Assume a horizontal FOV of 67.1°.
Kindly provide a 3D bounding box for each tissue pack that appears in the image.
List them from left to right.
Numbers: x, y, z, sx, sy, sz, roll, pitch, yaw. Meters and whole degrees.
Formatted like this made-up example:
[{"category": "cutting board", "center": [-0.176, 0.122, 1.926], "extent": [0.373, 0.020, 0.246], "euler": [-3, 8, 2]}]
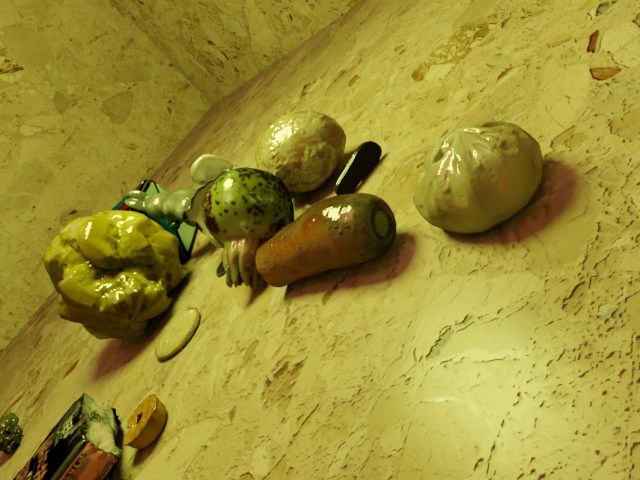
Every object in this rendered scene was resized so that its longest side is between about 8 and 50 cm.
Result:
[{"category": "tissue pack", "center": [-0.519, 0.489, 0.931], "extent": [0.332, 0.123, 0.245], "euler": [-53, 27, -11]}]

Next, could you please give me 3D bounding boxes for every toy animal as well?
[{"category": "toy animal", "center": [-0.450, -0.104, 1.439], "extent": [0.237, 0.108, 0.138], "euler": [16, 78, 19]}, {"category": "toy animal", "center": [-0.266, -0.103, 1.353], "extent": [0.174, 0.248, 0.289], "euler": [-2, -2, 9]}]

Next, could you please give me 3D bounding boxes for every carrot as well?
[{"category": "carrot", "center": [0.000, 0.000, 0.899], "extent": [0.302, 0.138, 0.138], "euler": [-22, 34, 38]}]

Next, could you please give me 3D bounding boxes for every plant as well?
[{"category": "plant", "center": [-0.935, 0.577, 1.441], "extent": [0.085, 0.087, 0.174], "euler": [-22, 23, -25]}]

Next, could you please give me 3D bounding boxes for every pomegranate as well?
[{"category": "pomegranate", "center": [-0.180, -0.031, 1.116], "extent": [0.204, 0.222, 0.276], "euler": [15, 79, 41]}]

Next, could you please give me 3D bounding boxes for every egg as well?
[{"category": "egg", "center": [-0.051, -0.224, 1.217], "extent": [0.245, 0.203, 0.203], "euler": [-26, 31, 22]}]

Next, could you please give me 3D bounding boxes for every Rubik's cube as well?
[{"category": "Rubik's cube", "center": [-0.585, -0.012, 1.608], "extent": [0.248, 0.250, 0.246], "euler": [-33, 29, 16]}]

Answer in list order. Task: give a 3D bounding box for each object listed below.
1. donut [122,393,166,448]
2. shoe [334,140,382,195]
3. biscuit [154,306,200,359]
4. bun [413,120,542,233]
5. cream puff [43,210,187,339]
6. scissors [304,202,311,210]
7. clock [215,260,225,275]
[{"category": "donut", "center": [-0.344, 0.358, 0.955], "extent": [0.097, 0.043, 0.108], "euler": [-42, 26, 11]}, {"category": "shoe", "center": [0.077, -0.163, 1.107], "extent": [0.159, 0.062, 0.053], "euler": [-56, 26, -14]}, {"category": "biscuit", "center": [-0.352, 0.227, 1.184], "extent": [0.152, 0.020, 0.152], "euler": [-34, 28, 21]}, {"category": "bun", "center": [0.224, -0.104, 0.738], "extent": [0.193, 0.128, 0.178], "euler": [0, 51, 57]}, {"category": "cream puff", "center": [-0.553, 0.101, 1.328], "extent": [0.378, 0.378, 0.275], "euler": [-47, 26, -5]}, {"category": "scissors", "center": [-0.007, -0.060, 1.115], "extent": [0.110, 0.021, 0.212], "euler": [-43, 27, -2]}, {"category": "clock", "center": [-0.253, 0.061, 1.296], "extent": [0.074, 0.010, 0.083], "euler": [-33, 29, 22]}]
